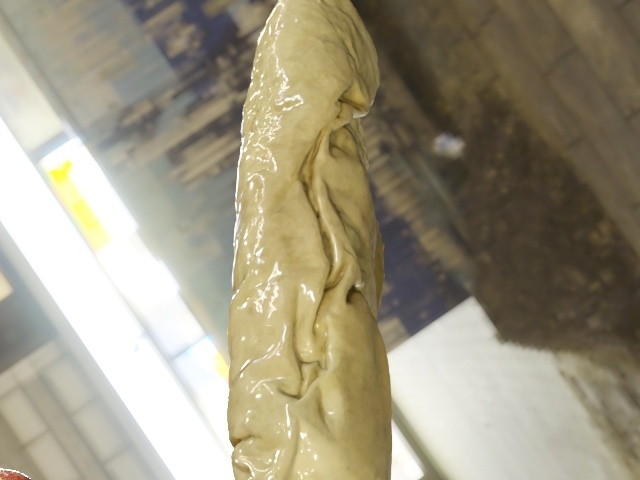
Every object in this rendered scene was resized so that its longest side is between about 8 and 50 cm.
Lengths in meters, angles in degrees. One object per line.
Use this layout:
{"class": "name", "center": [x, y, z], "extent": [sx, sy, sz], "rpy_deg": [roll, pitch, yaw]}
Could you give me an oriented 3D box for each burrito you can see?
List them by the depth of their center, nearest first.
{"class": "burrito", "center": [0.000, 0.000, 0.938], "extent": [0.117, 0.076, 0.392], "rpy_deg": [49, -150, -41]}

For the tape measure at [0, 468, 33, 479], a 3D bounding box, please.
{"class": "tape measure", "center": [-0.324, 0.291, 1.403], "extent": [0.253, 0.260, 0.114], "rpy_deg": [4, 118, 57]}
